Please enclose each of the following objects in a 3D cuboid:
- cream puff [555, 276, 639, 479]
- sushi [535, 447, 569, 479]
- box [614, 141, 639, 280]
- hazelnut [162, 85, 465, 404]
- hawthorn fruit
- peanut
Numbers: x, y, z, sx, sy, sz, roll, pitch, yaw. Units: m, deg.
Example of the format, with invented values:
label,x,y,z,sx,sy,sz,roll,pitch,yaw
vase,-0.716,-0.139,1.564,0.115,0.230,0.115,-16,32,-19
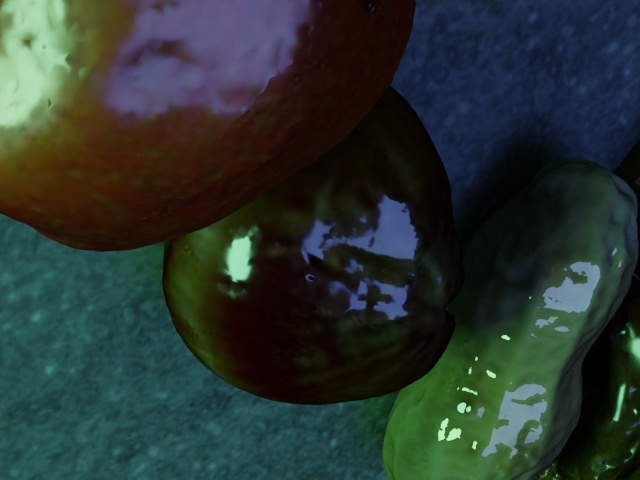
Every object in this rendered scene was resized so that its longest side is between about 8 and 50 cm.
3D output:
label,x,y,z,sx,sy,sz,roll,pitch,yaw
cream puff,0.278,0.137,0.827,0.155,0.269,0.241,4,144,-36
sushi,0.208,0.187,0.935,0.118,0.060,0.061,-30,123,-13
box,0.255,-0.039,0.805,0.023,0.090,0.133,32,99,-34
hazelnut,0.000,0.000,0.634,0.178,0.178,0.204,4,104,-32
hawthorn fruit,-0.103,-0.086,0.505,0.299,0.211,0.211,-41,130,9
peanut,0.138,0.077,0.785,0.130,0.130,0.290,7,114,-33
